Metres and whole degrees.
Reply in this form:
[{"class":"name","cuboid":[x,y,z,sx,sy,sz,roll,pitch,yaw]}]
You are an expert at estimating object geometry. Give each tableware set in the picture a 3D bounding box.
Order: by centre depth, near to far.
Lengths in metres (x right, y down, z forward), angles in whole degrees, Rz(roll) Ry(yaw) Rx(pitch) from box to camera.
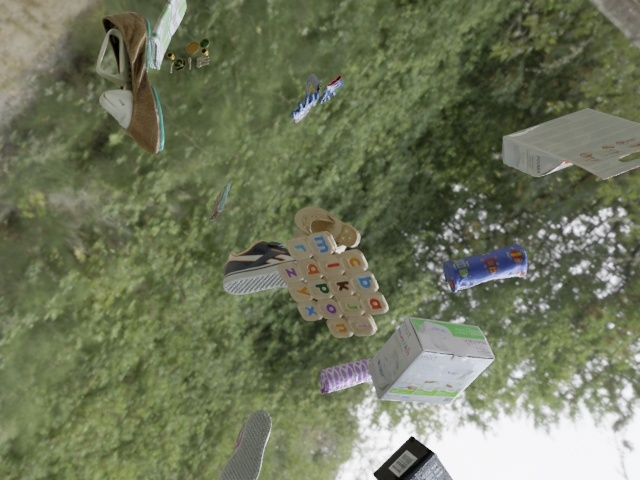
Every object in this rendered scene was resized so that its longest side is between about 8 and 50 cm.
[{"class":"tableware set","cuboid":[-0.437,-0.616,2.210,0.154,0.024,0.104,-7,-110,18]}]

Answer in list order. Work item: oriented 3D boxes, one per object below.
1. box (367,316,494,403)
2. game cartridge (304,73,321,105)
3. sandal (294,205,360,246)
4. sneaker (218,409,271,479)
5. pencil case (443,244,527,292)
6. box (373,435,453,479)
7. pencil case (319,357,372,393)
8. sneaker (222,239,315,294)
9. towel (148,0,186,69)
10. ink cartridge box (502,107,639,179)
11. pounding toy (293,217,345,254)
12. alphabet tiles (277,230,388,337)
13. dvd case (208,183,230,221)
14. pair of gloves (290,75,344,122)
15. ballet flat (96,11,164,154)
[{"class":"box","cuboid":[0.308,0.343,1.876,0.231,0.262,0.126,-58,-145,34]},{"class":"game cartridge","cuboid":[-0.024,-0.446,1.970,0.056,0.017,0.083,59,-32,33]},{"class":"sandal","cuboid":[0.002,-0.045,1.973,0.079,0.240,0.088,7,104,-58]},{"class":"sneaker","cuboid":[-0.226,0.650,1.984,0.282,0.102,0.161,-63,-176,-27]},{"class":"pencil case","cuboid":[0.598,0.101,2.430,0.133,0.306,0.119,113,-36,-75]},{"class":"box","cuboid":[0.264,0.653,1.772,0.153,0.207,0.108,-39,-155,-15]},{"class":"pencil case","cuboid":[0.099,0.466,2.303,0.086,0.206,0.088,-120,-151,-47]},{"class":"sneaker","cuboid":[-0.112,0.062,1.852,0.126,0.321,0.127,82,3,-55]},{"class":"towel","cuboid":[-0.277,-0.400,1.232,0.113,0.023,0.152,138,-26,-70]},{"class":"ink cartridge box","cuboid":[0.723,-0.233,1.769,0.308,0.091,0.385,-19,-150,-16]},{"class":"pounding toy","cuboid":[-0.003,-0.007,2.210,0.206,0.181,0.094,-23,146,-50]},{"class":"alphabet tiles","cuboid":[0.026,0.110,1.614,0.278,0.284,0.021,-13,-161,43]},{"class":"dvd case","cuboid":[-0.302,-0.112,1.996,0.119,0.013,0.087,-38,-147,61]},{"class":"pair of gloves","cuboid":[-0.008,-0.405,1.896,0.198,0.023,0.159,-38,179,-11]},{"class":"ballet flat","cuboid":[-0.433,-0.354,1.489,0.116,0.124,0.342,-20,-105,53]}]
